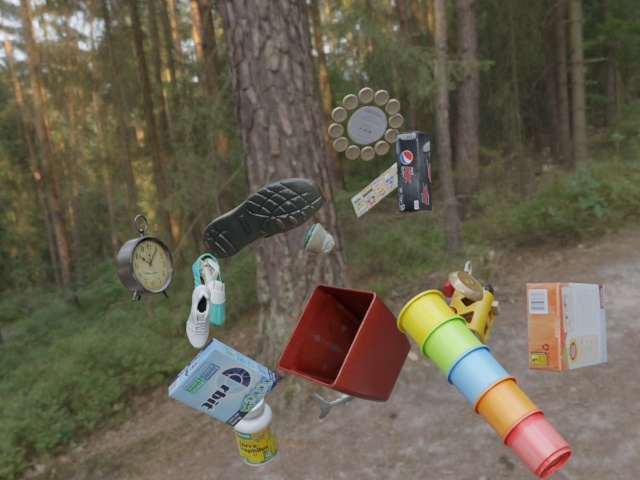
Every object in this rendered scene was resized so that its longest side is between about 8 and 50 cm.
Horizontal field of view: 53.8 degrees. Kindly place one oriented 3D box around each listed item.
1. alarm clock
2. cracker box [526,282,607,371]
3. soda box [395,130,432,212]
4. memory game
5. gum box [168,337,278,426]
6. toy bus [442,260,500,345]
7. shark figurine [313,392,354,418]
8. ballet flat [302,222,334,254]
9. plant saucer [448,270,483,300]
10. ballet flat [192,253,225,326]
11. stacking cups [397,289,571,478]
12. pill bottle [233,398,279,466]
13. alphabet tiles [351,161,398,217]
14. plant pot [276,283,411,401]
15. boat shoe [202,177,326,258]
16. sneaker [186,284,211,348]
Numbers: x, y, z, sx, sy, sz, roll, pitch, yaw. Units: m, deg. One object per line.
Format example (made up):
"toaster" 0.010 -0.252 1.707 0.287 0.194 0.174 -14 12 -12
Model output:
"alarm clock" -0.392 0.038 1.398 0.064 0.192 0.129 -8 -5 30
"cracker box" 0.468 0.159 1.191 0.067 0.156 0.232 -5 -8 43
"soda box" 0.198 -0.144 1.335 0.053 0.169 0.060 -1 1 37
"memory game" 0.108 -0.272 1.487 0.186 0.186 0.012 -9 35 -10
"gum box" -0.214 0.319 1.399 0.157 0.184 0.041 -46 31 13
"toy bus" 0.365 0.158 1.477 0.104 0.202 0.191 4 5 32
"shark figurine" 0.116 0.486 2.066 0.166 0.116 0.278 17 56 43
"ballet flat" 0.000 0.000 1.682 0.086 0.086 0.248 -7 4 0
"plant saucer" 0.296 0.088 1.268 0.083 0.015 0.083 23 29 -14
"ballet flat" -0.310 0.126 1.770 0.083 0.087 0.247 11 35 -31
"stacking cups" 0.236 0.211 0.950 0.096 0.096 0.316 -12 43 -25
"pill bottle" -0.190 0.536 1.811 0.117 0.208 0.117 -5 29 3
"alphabet tiles" 0.195 -0.172 1.915 0.237 0.009 0.198 -40 16 10
"plant pot" 0.087 0.302 1.733 0.235 0.267 0.267 38 -19 -31
"boat shoe" -0.139 -0.064 1.555 0.324 0.123 0.120 -23 5 15
"sneaker" -0.287 0.185 1.488 0.053 0.152 0.061 3 9 -14
